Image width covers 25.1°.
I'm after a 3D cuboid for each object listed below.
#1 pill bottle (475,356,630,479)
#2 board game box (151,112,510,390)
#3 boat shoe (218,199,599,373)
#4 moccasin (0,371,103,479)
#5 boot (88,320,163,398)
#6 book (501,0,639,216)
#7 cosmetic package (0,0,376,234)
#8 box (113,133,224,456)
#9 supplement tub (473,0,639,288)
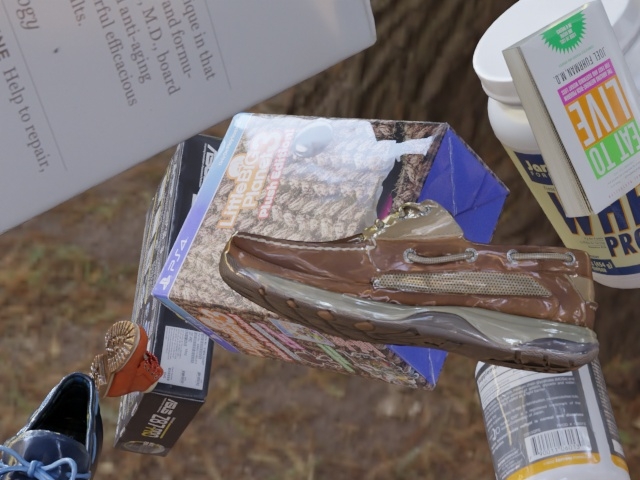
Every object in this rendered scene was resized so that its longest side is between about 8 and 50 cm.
[{"bbox_3d":[0.286,0.211,1.824,0.162,0.162,0.278,1,55,-13],"label":"pill bottle"},{"bbox_3d":[0.009,0.003,1.485,0.291,0.141,0.232,6,65,41],"label":"board game box"},{"bbox_3d":[0.077,0.028,1.200,0.324,0.116,0.123,12,-11,-10],"label":"boat shoe"},{"bbox_3d":[-0.316,0.254,1.574,0.137,0.117,0.342,9,23,-6],"label":"moccasin"},{"bbox_3d":[-0.232,0.149,1.806,0.084,0.158,0.059,5,58,-23],"label":"boot"},{"bbox_3d":[0.209,-0.104,1.128,0.096,0.144,0.035,-32,13,-27],"label":"book"},{"bbox_3d":[-0.227,-0.258,1.140,0.393,0.327,0.329,-30,35,-19],"label":"cosmetic package"},{"bbox_3d":[-0.215,0.086,2.093,0.097,0.318,0.395,12,64,-14],"label":"box"},{"bbox_3d":[0.343,-0.130,1.693,0.235,0.325,0.235,-27,30,17],"label":"supplement tub"}]
